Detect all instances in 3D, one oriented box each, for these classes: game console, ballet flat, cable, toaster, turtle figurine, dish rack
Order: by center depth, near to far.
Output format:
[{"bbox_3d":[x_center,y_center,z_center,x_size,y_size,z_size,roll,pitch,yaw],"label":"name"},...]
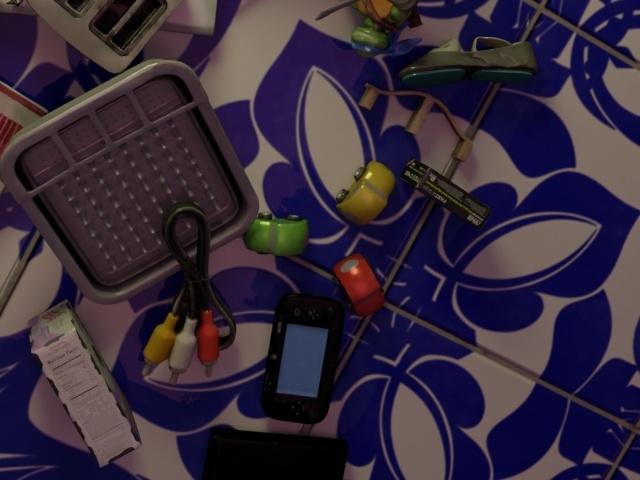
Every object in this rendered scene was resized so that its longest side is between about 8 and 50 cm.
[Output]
[{"bbox_3d":[-0.289,-0.323,1.763,0.168,0.110,0.185,41,92,-17],"label":"toaster"},{"bbox_3d":[0.062,-0.395,1.821,0.275,0.198,0.266,20,94,-20],"label":"turtle figurine"},{"bbox_3d":[-0.260,-0.085,1.835,0.285,0.072,0.333,-30,133,-5],"label":"dish rack"},{"bbox_3d":[-0.173,0.080,1.909,0.139,0.072,0.287,1,125,-17],"label":"cable"},{"bbox_3d":[0.213,-0.263,1.960,0.213,0.072,0.068,-3,76,-12],"label":"ballet flat"},{"bbox_3d":[-0.054,0.252,2.019,0.213,0.044,0.361,6,103,-14],"label":"game console"}]

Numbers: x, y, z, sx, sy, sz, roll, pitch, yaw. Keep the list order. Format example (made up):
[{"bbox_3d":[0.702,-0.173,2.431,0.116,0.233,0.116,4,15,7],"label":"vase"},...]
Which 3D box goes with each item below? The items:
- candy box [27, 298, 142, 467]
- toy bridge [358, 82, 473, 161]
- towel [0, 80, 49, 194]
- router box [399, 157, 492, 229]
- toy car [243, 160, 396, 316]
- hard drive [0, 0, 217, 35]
[{"bbox_3d":[-0.334,0.198,1.887,0.070,0.165,0.196,-29,107,-6],"label":"candy box"},{"bbox_3d":[0.146,-0.186,1.975,0.188,0.026,0.063,28,93,-17],"label":"toy bridge"},{"bbox_3d":[-0.553,-0.100,1.831,0.237,0.037,0.329,32,96,-18],"label":"towel"},{"bbox_3d":[0.184,-0.070,1.976,0.122,0.092,0.038,32,95,-18],"label":"router box"},{"bbox_3d":[0.000,0.000,1.972,0.225,0.053,0.239,2,102,-13],"label":"toy car"},{"bbox_3d":[-0.289,-0.397,1.825,0.307,0.040,0.203,5,102,-13],"label":"hard drive"}]
